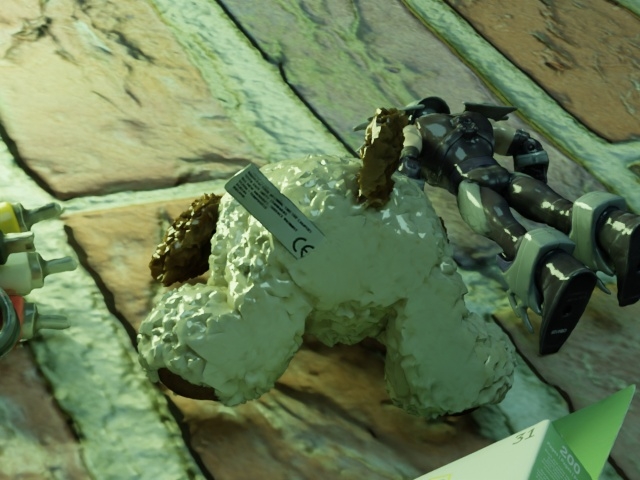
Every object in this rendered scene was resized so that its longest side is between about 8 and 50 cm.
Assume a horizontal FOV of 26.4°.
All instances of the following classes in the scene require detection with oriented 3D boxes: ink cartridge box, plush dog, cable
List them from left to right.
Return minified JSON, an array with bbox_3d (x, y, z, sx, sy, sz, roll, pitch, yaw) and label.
[{"bbox_3d":[-0.310,0.040,0.926,0.287,0.072,0.139,-7,56,-7],"label":"cable"},{"bbox_3d":[0.000,0.000,0.966,0.263,0.210,0.225,4,10,-15],"label":"plush dog"},{"bbox_3d":[0.074,0.150,0.761,0.056,0.171,0.235,54,32,-9],"label":"ink cartridge box"}]

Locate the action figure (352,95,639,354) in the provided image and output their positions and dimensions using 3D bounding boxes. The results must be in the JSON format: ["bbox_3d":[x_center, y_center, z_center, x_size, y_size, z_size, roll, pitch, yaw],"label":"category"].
[{"bbox_3d":[0.138,-0.037,1.117,0.185,0.099,0.285,-17,41,-25],"label":"action figure"}]
